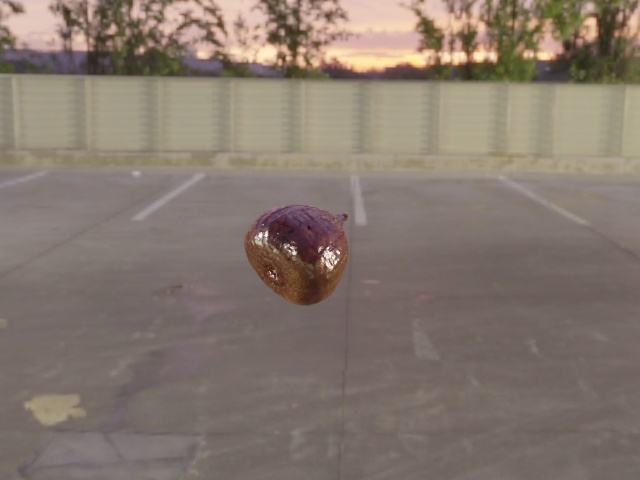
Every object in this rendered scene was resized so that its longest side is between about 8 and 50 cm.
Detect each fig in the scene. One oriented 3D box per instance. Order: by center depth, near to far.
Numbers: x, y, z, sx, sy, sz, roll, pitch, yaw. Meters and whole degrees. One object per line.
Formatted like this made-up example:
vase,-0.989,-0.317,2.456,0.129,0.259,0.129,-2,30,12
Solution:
fig,0.000,0.000,1.190,0.201,0.146,0.134,-28,-15,-39
